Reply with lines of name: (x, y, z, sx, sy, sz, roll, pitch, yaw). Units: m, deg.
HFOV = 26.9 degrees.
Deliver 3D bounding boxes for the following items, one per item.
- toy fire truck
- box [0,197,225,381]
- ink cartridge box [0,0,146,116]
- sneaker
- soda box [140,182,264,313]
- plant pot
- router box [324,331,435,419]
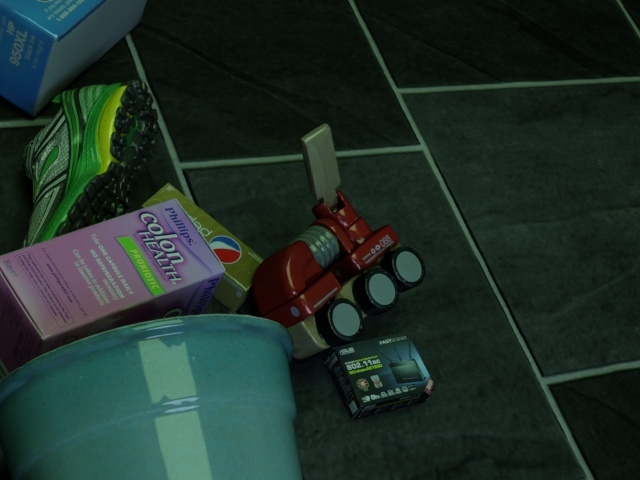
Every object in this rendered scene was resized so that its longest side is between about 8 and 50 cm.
toy fire truck: (0.000, 0.000, 1.732, 0.217, 0.158, 0.246, -37, 95, -40)
box: (-0.264, 0.088, 1.552, 0.243, 0.213, 0.117, -22, 65, -36)
ink cartridge box: (-0.468, -0.400, 1.876, 0.395, 0.166, 0.285, 33, 47, 3)
sneaker: (-0.321, -0.057, 1.725, 0.146, 0.134, 0.343, 0, 52, 21)
soda box: (-0.158, 0.010, 1.768, 0.181, 0.058, 0.061, 38, 48, 8)
plant pot: (-0.148, 0.297, 1.387, 0.341, 0.341, 0.334, -5, 64, -28)
router box: (0.079, 0.176, 1.758, 0.122, 0.038, 0.092, -10, 58, -31)
